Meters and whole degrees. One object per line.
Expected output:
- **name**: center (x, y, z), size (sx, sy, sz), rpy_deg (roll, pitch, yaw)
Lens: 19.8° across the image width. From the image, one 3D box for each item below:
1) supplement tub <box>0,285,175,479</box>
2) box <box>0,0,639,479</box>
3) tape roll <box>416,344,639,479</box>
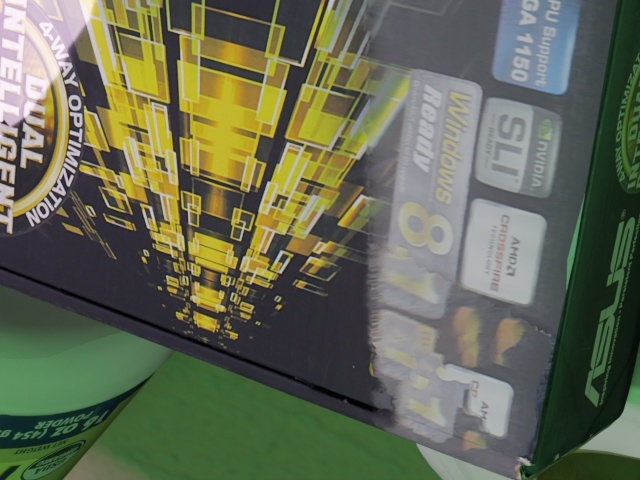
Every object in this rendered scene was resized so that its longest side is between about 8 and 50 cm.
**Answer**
- **supplement tub**: center (-0.217, 0.048, 0.946), size (0.228, 0.228, 0.316), rpy_deg (33, 135, -9)
- **box**: center (-0.013, -0.152, 0.651), size (0.318, 0.097, 0.395), rpy_deg (18, 110, 27)
- **tape roll**: center (0.180, 0.050, 0.794), size (0.246, 0.169, 0.246), rpy_deg (22, 156, 10)
